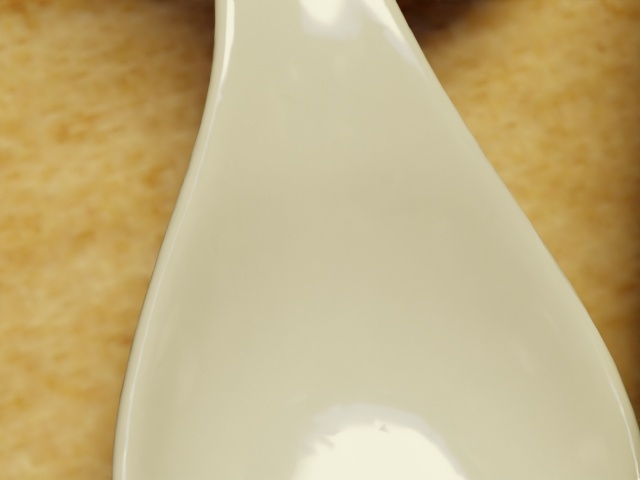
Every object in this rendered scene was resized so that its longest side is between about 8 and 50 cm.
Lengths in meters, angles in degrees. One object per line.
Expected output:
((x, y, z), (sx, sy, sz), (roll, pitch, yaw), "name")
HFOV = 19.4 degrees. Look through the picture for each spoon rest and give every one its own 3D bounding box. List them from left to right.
((0.000, 0.000, 0.491), (0.137, 0.084, 0.276), (-11, 71, -12), "spoon rest")
